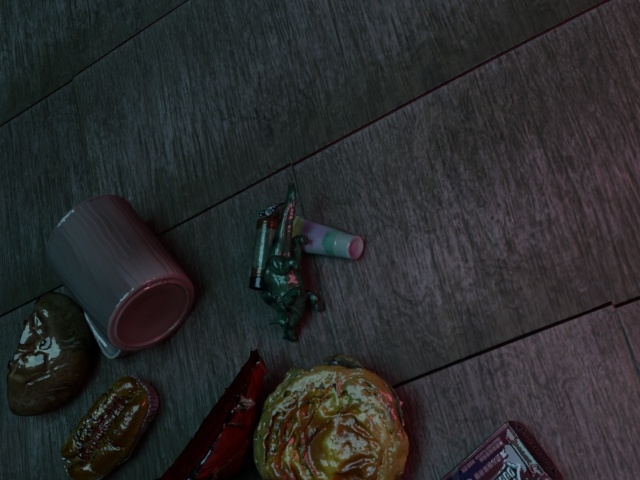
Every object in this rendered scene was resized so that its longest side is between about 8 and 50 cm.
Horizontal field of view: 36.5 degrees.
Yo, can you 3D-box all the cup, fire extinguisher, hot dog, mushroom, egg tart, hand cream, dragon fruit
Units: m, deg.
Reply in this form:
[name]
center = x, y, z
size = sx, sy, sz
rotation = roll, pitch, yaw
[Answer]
[cup]
center = -0.428, 0.092, 1.986
size = 0.273, 0.208, 0.288
rotation = 44, 102, 32
[fire extinguisher]
center = -0.102, 0.010, 1.886
size = 0.062, 0.050, 0.177
rotation = 5, 80, 10
[hot dog]
center = -0.433, 0.392, 1.991
size = 0.268, 0.075, 0.144
rotation = -49, 54, 10
[mushroom]
center = -0.570, 0.263, 2.096
size = 0.151, 0.156, 0.285
rotation = 19, 95, 11
[egg tart]
center = 0.026, 0.341, 1.672
size = 0.297, 0.132, 0.297
rotation = -1, 86, 22
[hand cream]
center = 0.000, 0.000, 1.824
size = 0.174, 0.047, 0.076
rotation = 14, 68, 41
[dragon fruit]
center = -0.195, 0.393, 1.745
size = 0.100, 0.282, 0.343
rotation = 35, 118, -4

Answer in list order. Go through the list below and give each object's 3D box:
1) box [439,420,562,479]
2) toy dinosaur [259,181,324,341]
[box]
center = 0.258, 0.398, 1.529
size = 0.224, 0.069, 0.120
rotation = -47, 58, 15
[toy dinosaur]
center = -0.050, 0.048, 1.795
size = 0.120, 0.079, 0.292
rotation = 19, 108, 36
